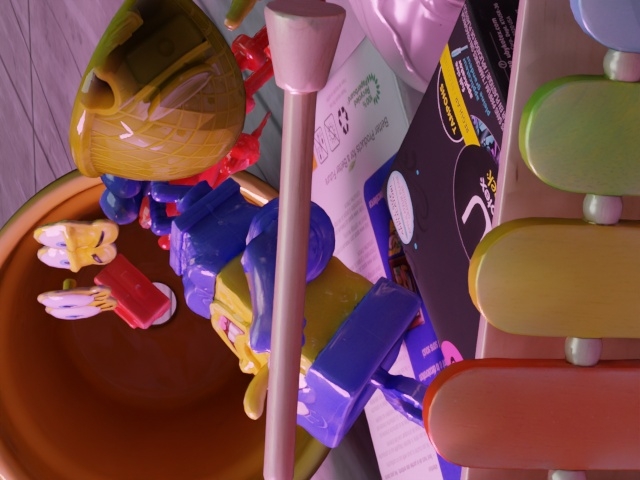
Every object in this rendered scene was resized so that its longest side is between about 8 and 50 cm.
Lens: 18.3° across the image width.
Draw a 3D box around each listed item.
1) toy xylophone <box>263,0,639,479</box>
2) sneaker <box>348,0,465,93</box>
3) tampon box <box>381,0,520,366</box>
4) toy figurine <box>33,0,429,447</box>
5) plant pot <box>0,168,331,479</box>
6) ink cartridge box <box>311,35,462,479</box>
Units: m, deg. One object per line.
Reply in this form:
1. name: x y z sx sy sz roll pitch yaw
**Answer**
1. toy xylophone: 0.097 0.016 0.709 0.081 0.236 0.323 -124 29 -70
2. sneaker: 0.070 -0.155 0.908 0.115 0.090 0.232 -127 31 -47
3. tampon box: 0.105 -0.020 0.853 0.161 0.101 0.120 111 144 -59
4. toy figurine: 0.000 0.000 0.992 0.217 0.191 0.362 42 160 9
5. plant pot: -0.111 0.060 1.354 0.239 0.254 0.254 -130 31 -82
6. ink cartridge box: 0.074 0.077 1.063 0.176 0.069 0.371 137 123 -68
